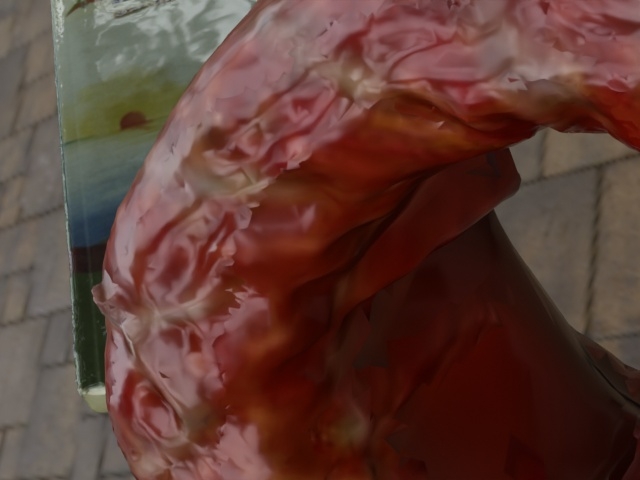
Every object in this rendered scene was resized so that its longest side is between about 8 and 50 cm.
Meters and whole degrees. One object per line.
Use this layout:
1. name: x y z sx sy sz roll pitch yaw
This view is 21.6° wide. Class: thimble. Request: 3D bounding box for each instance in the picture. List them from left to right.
1. thimble: 0.112 0.010 0.569 0.350 0.350 0.230 -45 2 36

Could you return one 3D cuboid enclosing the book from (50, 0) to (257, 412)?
1. book: -0.035 -0.054 0.849 0.201 0.026 0.289 -15 51 3
